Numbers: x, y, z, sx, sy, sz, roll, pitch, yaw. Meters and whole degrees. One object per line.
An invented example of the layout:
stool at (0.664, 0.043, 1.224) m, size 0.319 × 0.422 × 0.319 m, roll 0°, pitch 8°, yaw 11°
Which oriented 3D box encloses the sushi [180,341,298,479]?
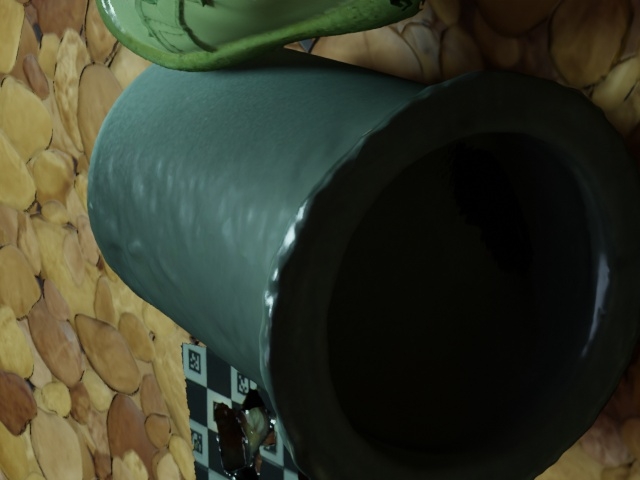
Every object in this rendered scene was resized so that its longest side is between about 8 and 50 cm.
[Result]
sushi at (-0.043, 0.175, 1.271) m, size 0.139 × 0.031 × 0.201 m, roll 7°, pitch 105°, yaw 52°

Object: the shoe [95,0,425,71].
shoe at (-0.040, -0.176, 0.916) m, size 0.262 × 0.128 × 0.140 m, roll 5°, pitch 68°, yaw 45°

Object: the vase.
vase at (0.000, 0.000, 0.985) m, size 0.291 × 0.245 × 0.245 m, roll 24°, pitch 121°, yaw 53°
